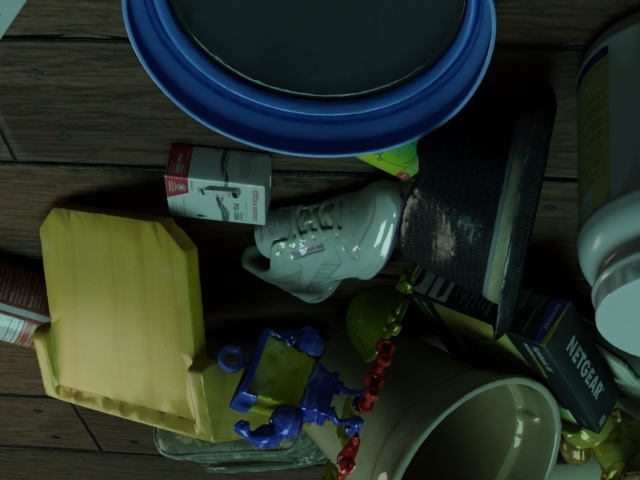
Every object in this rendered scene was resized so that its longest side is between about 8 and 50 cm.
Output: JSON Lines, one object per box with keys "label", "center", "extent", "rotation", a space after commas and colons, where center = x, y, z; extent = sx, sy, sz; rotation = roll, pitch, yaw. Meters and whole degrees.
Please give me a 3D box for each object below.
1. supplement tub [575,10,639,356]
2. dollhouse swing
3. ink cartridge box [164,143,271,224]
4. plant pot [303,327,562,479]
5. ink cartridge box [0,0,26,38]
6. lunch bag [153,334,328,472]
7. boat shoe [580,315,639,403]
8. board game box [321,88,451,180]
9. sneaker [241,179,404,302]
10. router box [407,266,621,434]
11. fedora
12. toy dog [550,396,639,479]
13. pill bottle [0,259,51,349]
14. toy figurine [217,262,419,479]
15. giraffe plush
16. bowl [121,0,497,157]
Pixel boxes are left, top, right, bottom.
{"label": "supplement tub", "center": [0.395, -0.061, 1.369], "extent": [0.241, 0.331, 0.241], "rotation": [5, 149, 3]}
{"label": "dollhouse swing", "center": [-0.218, 0.110, 1.900], "extent": [0.346, 0.305, 0.315], "rotation": [7, -176, 37]}
{"label": "ink cartridge box", "center": [-0.136, -0.074, 1.715], "extent": [0.135, 0.056, 0.099], "rotation": [6, 148, 2]}
{"label": "plant pot", "center": [0.137, 0.282, 1.921], "extent": [0.305, 0.334, 0.334], "rotation": [35, 175, 46]}
{"label": "ink cartridge box", "center": [-0.449, -0.303, 1.326], "extent": [0.271, 0.130, 0.309], "rotation": [24, 145, -25]}
{"label": "lunch bag", "center": [-0.097, 0.286, 2.176], "extent": [0.305, 0.213, 0.256], "rotation": [-7, 163, 23]}
{"label": "boat shoe", "center": [0.476, 0.179, 1.984], "extent": [0.305, 0.091, 0.109], "rotation": [31, 166, -32]}
{"label": "board game box", "center": [0.062, -0.143, 1.575], "extent": [0.181, 0.043, 0.092], "rotation": [24, 145, -26]}
{"label": "sneaker", "center": [0.000, 0.000, 1.754], "extent": [0.152, 0.114, 0.305], "rotation": [21, 146, -24]}
{"label": "router box", "center": [0.289, 0.153, 1.890], "extent": [0.242, 0.081, 0.309], "rotation": [21, 161, 37]}
{"label": "fedora", "center": [0.175, -0.042, 1.485], "extent": [0.152, 0.334, 0.334], "rotation": [11, 150, 9]}
{"label": "toy dog", "center": [0.368, 0.401, 2.198], "extent": [0.407, 0.285, 0.395], "rotation": [10, 146, -2]}
{"label": "pill bottle", "center": [-0.488, 0.097, 2.004], "extent": [0.216, 0.121, 0.121], "rotation": [19, 147, -19]}
{"label": "toy figurine", "center": [-0.025, 0.159, 1.723], "extent": [0.217, 0.363, 0.191], "rotation": [20, 150, -1]}
{"label": "giraffe plush", "center": [0.448, 0.320, 2.000], "extent": [0.170, 0.210, 0.181], "rotation": [29, -176, 9]}
{"label": "bowl", "center": [-0.009, -0.245, 1.347], "extent": [0.391, 0.077, 0.391], "rotation": [5, 141, 4]}
